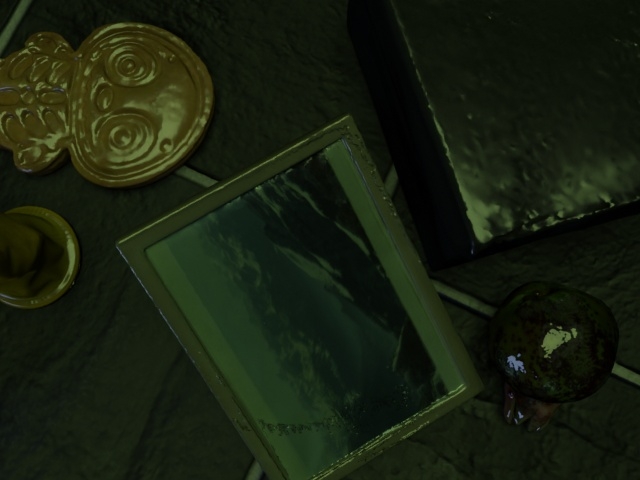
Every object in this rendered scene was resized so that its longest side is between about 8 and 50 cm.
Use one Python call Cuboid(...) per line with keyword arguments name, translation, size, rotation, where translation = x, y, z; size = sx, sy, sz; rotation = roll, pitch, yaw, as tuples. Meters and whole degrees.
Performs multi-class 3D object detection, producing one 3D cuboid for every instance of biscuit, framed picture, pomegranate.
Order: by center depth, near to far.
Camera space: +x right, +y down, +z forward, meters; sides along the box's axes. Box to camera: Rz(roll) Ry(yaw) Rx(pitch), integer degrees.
Cuboid(name="framed picture", translation=(-0.005, 0.080, 0.696), size=(0.247, 0.022, 0.335), rotation=(-29, 109, -5))
Cuboid(name="pomegranate", translation=(0.219, 0.114, 0.716), size=(0.125, 0.138, 0.163), rotation=(36, 113, -2))
Cuboid(name="biscuit", translation=(-0.267, -0.161, 0.819), size=(0.288, 0.044, 0.202), rotation=(6, 79, 0))

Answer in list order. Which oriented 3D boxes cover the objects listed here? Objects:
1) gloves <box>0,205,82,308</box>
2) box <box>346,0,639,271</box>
Cuboid(name="gloves", translation=(-0.332, -0.006, 0.660), size=(0.132, 0.294, 0.116), rotation=(8, 80, 3))
Cuboid(name="box", translation=(0.194, -0.163, 0.724), size=(0.251, 0.204, 0.346), rotation=(-17, 79, -2))
